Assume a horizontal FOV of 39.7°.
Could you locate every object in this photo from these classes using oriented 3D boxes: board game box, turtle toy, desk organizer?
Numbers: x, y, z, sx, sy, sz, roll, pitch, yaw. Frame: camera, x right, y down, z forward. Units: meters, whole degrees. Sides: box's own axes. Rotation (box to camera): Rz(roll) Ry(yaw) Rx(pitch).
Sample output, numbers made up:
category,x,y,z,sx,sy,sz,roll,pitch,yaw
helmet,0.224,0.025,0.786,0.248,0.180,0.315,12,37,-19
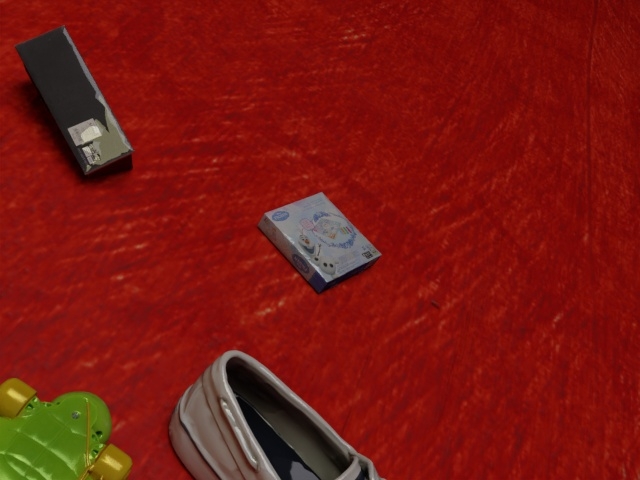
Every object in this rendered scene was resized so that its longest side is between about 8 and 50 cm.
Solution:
category,x,y,z,sx,sy,sz,roll,pitch,yaw
board game box,0.000,0.000,0.843,0.090,0.020,0.090,48,39,16
turtle toy,-0.166,0.133,0.527,0.095,0.066,0.130,36,36,0
desk organizer,-0.213,-0.115,0.776,0.047,0.050,0.130,-28,83,-15

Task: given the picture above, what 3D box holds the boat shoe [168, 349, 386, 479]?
category,x,y,z,sx,sy,sz,roll,pitch,yaw
boat shoe,0.005,0.182,0.591,0.258,0.084,0.095,41,37,8
